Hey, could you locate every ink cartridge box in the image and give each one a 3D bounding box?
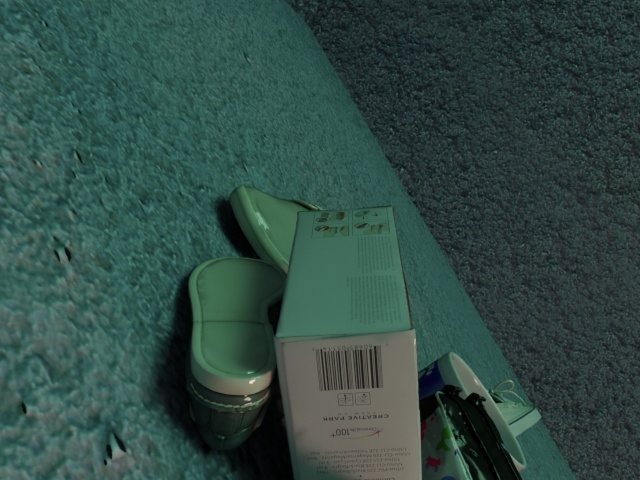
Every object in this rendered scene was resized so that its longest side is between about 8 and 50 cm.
[{"bbox_3d":[0.038,0.141,0.792,0.309,0.130,0.271,-85,171,-66],"label":"ink cartridge box"}]

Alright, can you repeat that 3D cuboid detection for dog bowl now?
[{"bbox_3d":[0.294,0.362,1.391,0.265,0.104,0.265,51,13,-16],"label":"dog bowl"}]

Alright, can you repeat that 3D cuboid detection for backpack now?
[{"bbox_3d":[0.194,0.356,0.947,0.225,0.191,0.253,33,21,-53],"label":"backpack"}]

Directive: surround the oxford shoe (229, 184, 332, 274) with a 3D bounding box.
[{"bbox_3d":[0.000,0.000,1.170,0.449,0.130,0.169,33,31,-56],"label":"oxford shoe"}]

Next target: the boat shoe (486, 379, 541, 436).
[{"bbox_3d":[0.451,0.434,1.777,0.367,0.136,0.156,6,50,-59],"label":"boat shoe"}]

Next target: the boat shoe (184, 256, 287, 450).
[{"bbox_3d":[-0.096,0.106,0.771,0.319,0.116,0.099,-101,-162,-69],"label":"boat shoe"}]
